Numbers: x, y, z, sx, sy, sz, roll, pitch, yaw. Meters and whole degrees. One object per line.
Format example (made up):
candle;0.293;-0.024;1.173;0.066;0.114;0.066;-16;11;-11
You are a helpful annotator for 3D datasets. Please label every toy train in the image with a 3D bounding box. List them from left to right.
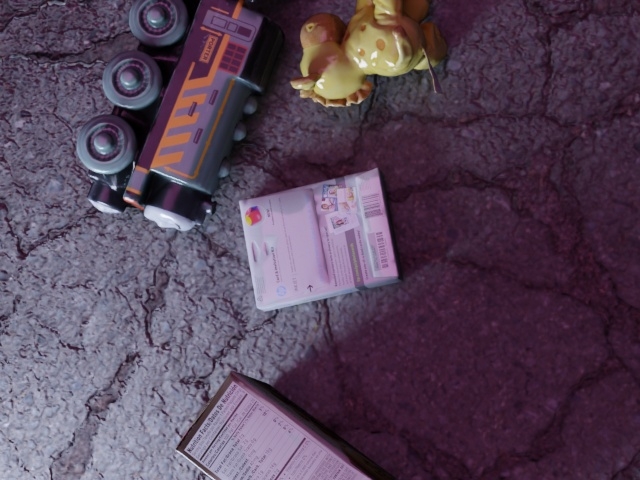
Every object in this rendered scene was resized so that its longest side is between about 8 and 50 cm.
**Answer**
toy train;-0.179;-0.177;1.793;0.190;0.142;0.334;21;85;8

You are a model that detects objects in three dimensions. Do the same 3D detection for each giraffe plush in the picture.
giraffe plush;0.049;-0.240;1.730;0.170;0.181;0.210;-22;57;22

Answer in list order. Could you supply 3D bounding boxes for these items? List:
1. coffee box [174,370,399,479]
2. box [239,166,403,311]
coffee box;-0.003;0.290;1.632;0.297;0.168;0.119;35;89;19
box;0.000;0.000;1.756;0.186;0.038;0.145;-13;76;11
